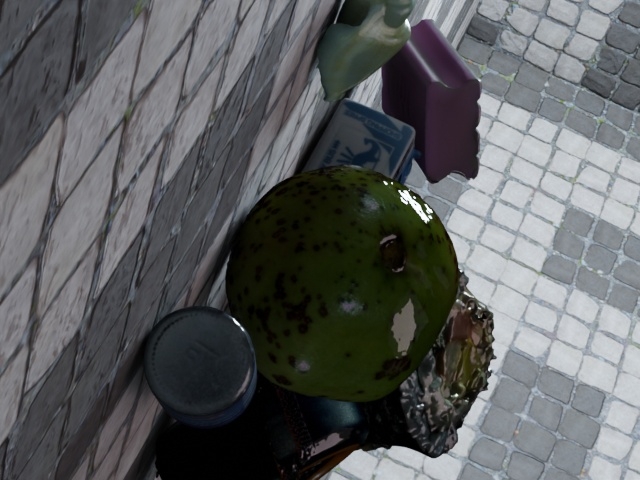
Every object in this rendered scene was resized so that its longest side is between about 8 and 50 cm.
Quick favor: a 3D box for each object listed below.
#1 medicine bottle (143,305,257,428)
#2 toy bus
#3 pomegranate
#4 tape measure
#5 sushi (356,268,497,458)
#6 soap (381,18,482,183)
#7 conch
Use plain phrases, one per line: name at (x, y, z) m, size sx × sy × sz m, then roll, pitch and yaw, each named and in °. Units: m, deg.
medicine bottle at (-0.090, 0.104, 1.236) m, size 0.203 × 0.083 × 0.083 m, roll 96°, pitch 19°, yaw -80°
toy bus at (0.000, 0.000, 1.668) m, size 0.297 × 0.106 × 0.131 m, roll -62°, pitch 172°, yaw -23°
pomegranate at (0.004, 0.043, 1.424) m, size 0.248 × 0.214 × 0.214 m, roll -20°, pitch -140°, yaw 60°
tape measure at (-0.058, 0.193, 1.532) m, size 0.202 × 0.135 × 0.223 m, roll -24°, pitch 165°, yaw -29°
sushi at (0.073, 0.129, 1.879) m, size 0.238 × 0.219 × 0.225 m, roll -25°, pitch 113°, yaw -38°
soap at (0.122, -0.160, 1.782) m, size 0.203 × 0.066 × 0.122 m, roll -116°, pitch -158°, yaw -61°
conch at (0.042, -0.178, 1.358) m, size 0.180 × 0.065 × 0.088 m, roll -57°, pitch -177°, yaw 36°
